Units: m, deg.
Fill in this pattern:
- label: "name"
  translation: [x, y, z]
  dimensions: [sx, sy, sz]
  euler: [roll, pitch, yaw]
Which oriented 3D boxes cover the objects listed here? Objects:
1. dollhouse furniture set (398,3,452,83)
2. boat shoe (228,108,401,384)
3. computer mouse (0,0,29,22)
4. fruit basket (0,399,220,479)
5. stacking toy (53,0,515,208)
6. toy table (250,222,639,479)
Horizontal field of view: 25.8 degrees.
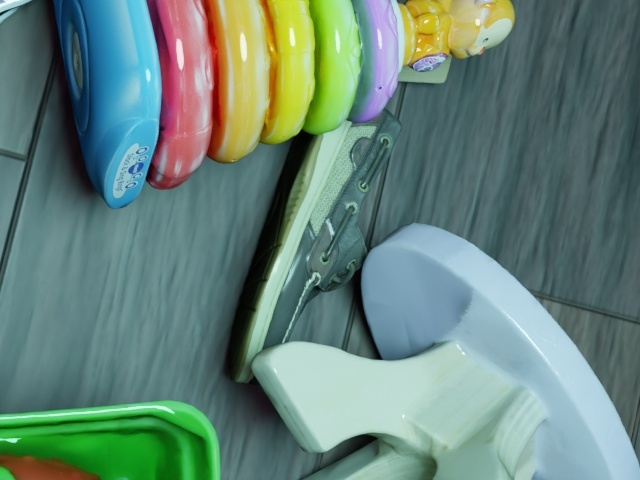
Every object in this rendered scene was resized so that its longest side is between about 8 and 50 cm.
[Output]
- label: "dollhouse furniture set"
  translation: [0.048, -0.211, 1.019]
  dimensions: [0.144, 0.123, 0.151]
  euler: [1, 123, -19]
- label: "boat shoe"
  translation: [0.000, 0.000, 0.968]
  dimensions: [0.073, 0.080, 0.223]
  euler: [21, 77, -12]
- label: "computer mouse"
  translation: [-0.247, -0.154, 0.911]
  dimensions: [0.193, 0.042, 0.106]
  euler: [-33, 94, -11]
- label: "fruit basket"
  translation: [-0.180, 0.277, 0.750]
  dimensions: [0.283, 0.392, 0.392]
  euler: [-2, 89, -19]
- label: "stacking toy"
  translation: [-0.010, -0.127, 0.904]
  dimensions: [0.302, 0.175, 0.165]
  euler: [-7, 69, -19]
- label: "toy table"
  translation: [0.081, 0.143, 0.919]
  dimensions: [0.161, 0.252, 0.274]
  euler: [-38, 90, -32]
